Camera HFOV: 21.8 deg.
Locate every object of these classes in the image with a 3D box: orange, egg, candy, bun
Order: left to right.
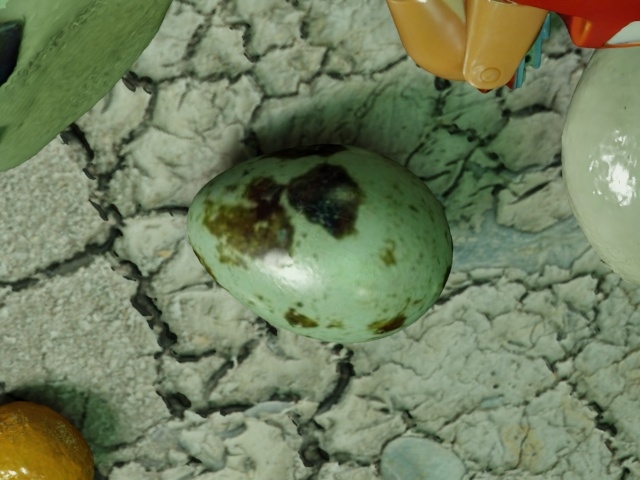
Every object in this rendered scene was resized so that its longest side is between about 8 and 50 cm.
[{"bbox_3d":[-0.235,-0.190,1.214,0.179,0.283,0.283,42,111,10],"label":"bun"},{"bbox_3d":[-0.275,0.219,1.533,0.135,0.117,0.135,-9,131,-10],"label":"orange"},{"bbox_3d":[0.000,0.000,1.422,0.231,0.169,0.169,10,121,-7],"label":"egg"},{"bbox_3d":[0.327,-0.096,1.429,0.295,0.185,0.295,-5,108,-15],"label":"candy"}]

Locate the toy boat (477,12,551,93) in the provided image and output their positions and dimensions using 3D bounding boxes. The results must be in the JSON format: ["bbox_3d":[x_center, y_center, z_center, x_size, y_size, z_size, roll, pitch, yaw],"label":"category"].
[{"bbox_3d":[0.154,-0.204,1.385,0.059,0.069,0.173,-25,129,-23],"label":"toy boat"}]

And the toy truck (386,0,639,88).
[{"bbox_3d":[0.185,-0.216,1.240,0.265,0.189,0.239,3,141,-14],"label":"toy truck"}]
